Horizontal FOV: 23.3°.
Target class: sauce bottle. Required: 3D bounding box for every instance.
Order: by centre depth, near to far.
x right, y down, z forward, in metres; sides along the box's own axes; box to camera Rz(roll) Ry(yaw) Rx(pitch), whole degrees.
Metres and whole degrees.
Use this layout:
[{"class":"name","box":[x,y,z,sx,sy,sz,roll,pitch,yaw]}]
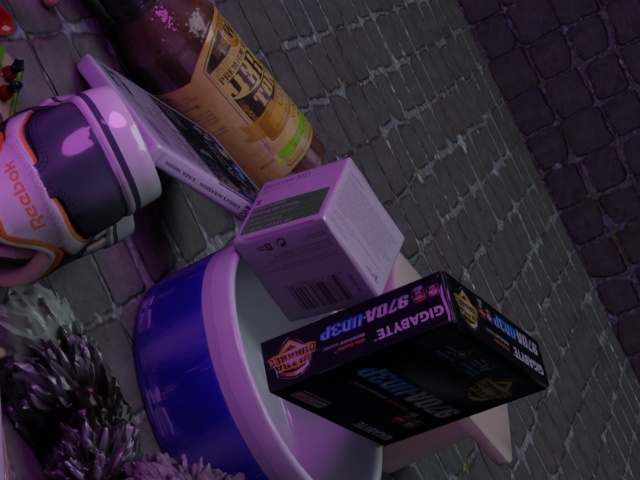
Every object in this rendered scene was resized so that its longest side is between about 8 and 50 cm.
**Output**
[{"class":"sauce bottle","box":[-0.127,-0.176,1.567,0.344,0.111,0.111,48,26,-35]}]

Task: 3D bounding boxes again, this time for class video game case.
[{"class":"video game case","box":[-0.129,-0.087,1.434,0.173,0.022,0.190,32,11,-40]}]

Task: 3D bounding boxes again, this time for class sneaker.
[{"class":"sneaker","box":[-0.209,-0.038,1.149,0.126,0.127,0.321,62,-13,-1]}]

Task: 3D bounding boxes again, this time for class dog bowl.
[{"class":"dog bowl","box":[-0.052,0.135,1.402,0.265,0.104,0.265,51,24,-33]}]

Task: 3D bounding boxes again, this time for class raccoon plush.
[{"class":"raccoon plush","box":[-0.041,0.199,1.062,0.446,0.299,0.216,63,20,-7]}]

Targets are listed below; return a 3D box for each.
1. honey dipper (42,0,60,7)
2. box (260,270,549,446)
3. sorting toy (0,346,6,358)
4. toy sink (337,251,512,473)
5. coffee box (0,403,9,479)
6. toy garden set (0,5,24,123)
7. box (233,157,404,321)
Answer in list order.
[{"class":"honey dipper","box":[-0.278,-0.291,1.439,0.160,0.030,0.030,68,19,-5]},{"class":"box","box":[0.078,0.108,1.347,0.220,0.175,0.051,35,38,-56]},{"class":"sorting toy","box":[-0.306,-0.008,1.028,0.208,0.038,0.193,65,19,13]},{"class":"toy sink","box":[0.093,0.153,1.716,0.234,0.131,0.152,48,25,-29]},{"class":"coffee box","box":[-0.303,0.083,0.723,0.297,0.168,0.118,39,33,-51]},{"class":"toy garden set","box":[-0.307,-0.216,1.238,0.244,0.049,0.203,50,25,-36]},{"class":"box","box":[0.000,0.000,1.361,0.102,0.101,0.087,56,37,-26]}]
